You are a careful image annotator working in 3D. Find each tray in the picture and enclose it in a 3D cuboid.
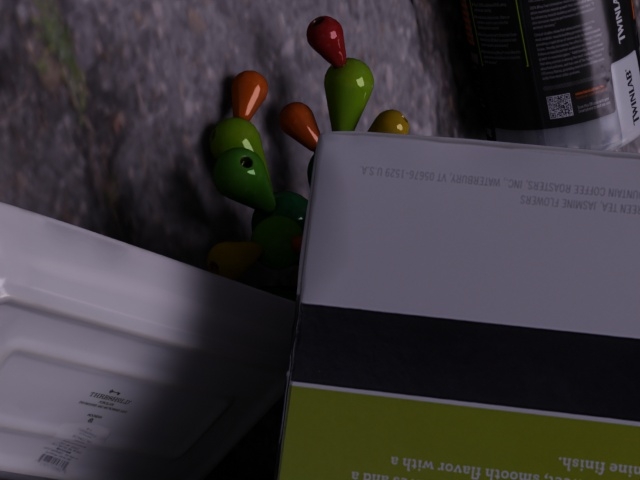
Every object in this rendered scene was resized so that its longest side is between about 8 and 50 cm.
[{"bbox_3d":[-0.107,0.069,0.803,0.145,0.030,0.270,-47,146,15],"label":"tray"}]

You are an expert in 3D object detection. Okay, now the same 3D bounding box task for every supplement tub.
[{"bbox_3d":[0.156,-0.157,1.181,0.117,0.117,0.190,-37,121,-49],"label":"supplement tub"}]

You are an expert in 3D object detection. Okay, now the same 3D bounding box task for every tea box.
[{"bbox_3d":[0.112,0.138,0.876,0.329,0.220,0.323,33,64,-76],"label":"tea box"}]

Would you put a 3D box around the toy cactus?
[{"bbox_3d":[0.000,0.000,0.979,0.180,0.112,0.219,54,41,-47],"label":"toy cactus"}]
